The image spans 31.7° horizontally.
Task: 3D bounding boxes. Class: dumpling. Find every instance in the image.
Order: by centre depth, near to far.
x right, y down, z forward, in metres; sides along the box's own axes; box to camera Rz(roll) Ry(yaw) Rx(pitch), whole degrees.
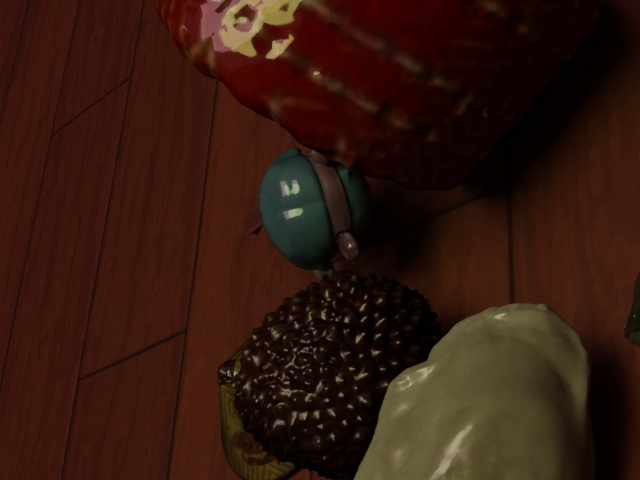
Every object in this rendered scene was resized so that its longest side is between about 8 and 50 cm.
[{"bbox_3d":[0.113,0.161,0.813,0.132,0.162,0.250,21,-95,-86],"label":"dumpling"}]

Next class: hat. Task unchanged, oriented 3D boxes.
[{"bbox_3d":[-0.069,0.143,1.129,0.193,0.082,0.193,-32,46,41],"label":"hat"}]

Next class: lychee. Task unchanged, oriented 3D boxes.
[{"bbox_3d":[0.022,0.111,0.930,0.188,0.188,0.188,-31,47,40],"label":"lychee"}]

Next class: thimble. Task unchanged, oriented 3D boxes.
[{"bbox_3d":[0.050,-0.207,0.972,0.230,0.350,0.350,-55,35,18],"label":"thimble"}]

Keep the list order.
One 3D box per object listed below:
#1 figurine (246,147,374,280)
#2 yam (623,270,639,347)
[{"bbox_3d":[-0.013,-0.004,1.076,0.260,0.103,0.205,162,101,-80],"label":"figurine"},{"bbox_3d":[0.271,-0.044,0.808,0.061,0.061,0.252,-2,69,53],"label":"yam"}]
